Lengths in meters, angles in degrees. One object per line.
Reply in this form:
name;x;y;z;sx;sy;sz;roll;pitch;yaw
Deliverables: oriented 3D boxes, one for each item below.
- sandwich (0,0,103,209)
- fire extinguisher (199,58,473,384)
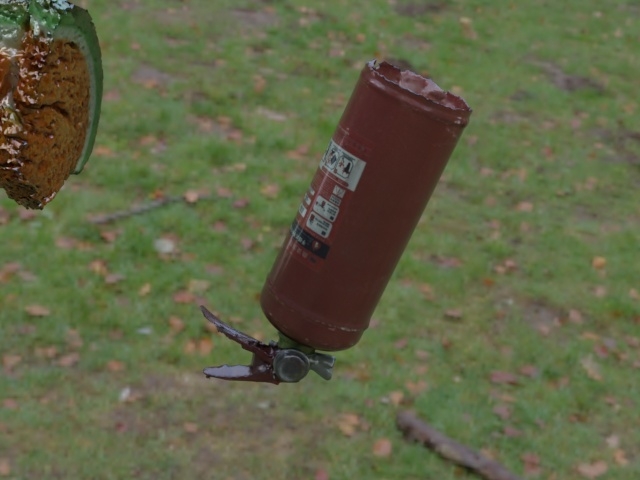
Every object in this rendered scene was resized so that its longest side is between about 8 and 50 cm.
sandwich;-0.253;-0.116;1.059;0.079;0.159;0.235;20;-12;4
fire extinguisher;0.000;0.000;1.095;0.147;0.337;0.106;26;16;0
